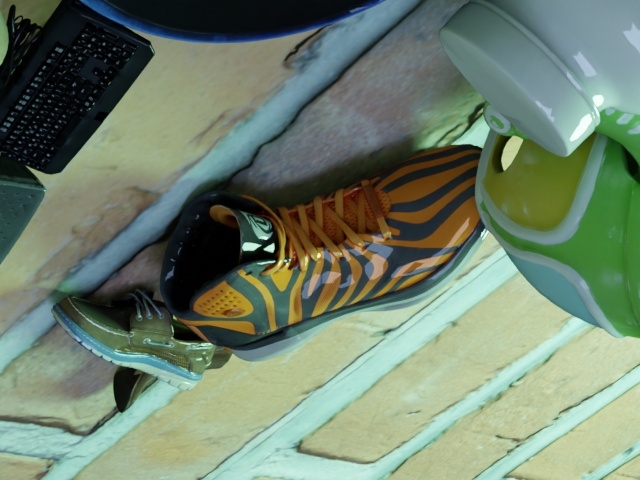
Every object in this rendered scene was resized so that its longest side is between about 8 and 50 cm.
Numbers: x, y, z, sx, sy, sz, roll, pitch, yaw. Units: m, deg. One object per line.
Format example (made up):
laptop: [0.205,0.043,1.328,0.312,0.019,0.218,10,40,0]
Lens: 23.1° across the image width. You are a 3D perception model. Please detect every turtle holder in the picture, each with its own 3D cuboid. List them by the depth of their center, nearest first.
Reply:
turtle holder: [0.242,-0.036,1.296,0.320,0.227,0.243,-8,108,-56]

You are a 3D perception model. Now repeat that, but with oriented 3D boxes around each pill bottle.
pill bottle: [0.237,-0.214,1.076,0.323,0.181,0.181,-46,148,-2]

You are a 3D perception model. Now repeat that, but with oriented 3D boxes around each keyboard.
keyboard: [-0.201,-0.103,1.126,0.100,0.038,0.192,28,141,-16]

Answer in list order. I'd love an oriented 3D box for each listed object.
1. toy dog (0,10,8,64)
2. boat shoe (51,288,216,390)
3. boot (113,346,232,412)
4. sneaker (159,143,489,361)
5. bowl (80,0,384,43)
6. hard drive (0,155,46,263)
toy dog: [-0.332,-0.103,0.968,0.333,0.161,0.220,-29,149,9]
boat shoe: [-0.170,0.080,1.464,0.183,0.066,0.066,28,103,-47]
boot: [-0.146,0.131,1.581,0.114,0.037,0.106,-9,148,-31]
sneaker: [0.000,0.000,1.385,0.321,0.125,0.180,-33,149,15]
bowl: [-0.020,-0.274,0.997,0.391,0.077,0.391,-17,148,-11]
hard drive: [-0.347,0.014,1.242,0.172,0.054,0.255,8,137,-42]
